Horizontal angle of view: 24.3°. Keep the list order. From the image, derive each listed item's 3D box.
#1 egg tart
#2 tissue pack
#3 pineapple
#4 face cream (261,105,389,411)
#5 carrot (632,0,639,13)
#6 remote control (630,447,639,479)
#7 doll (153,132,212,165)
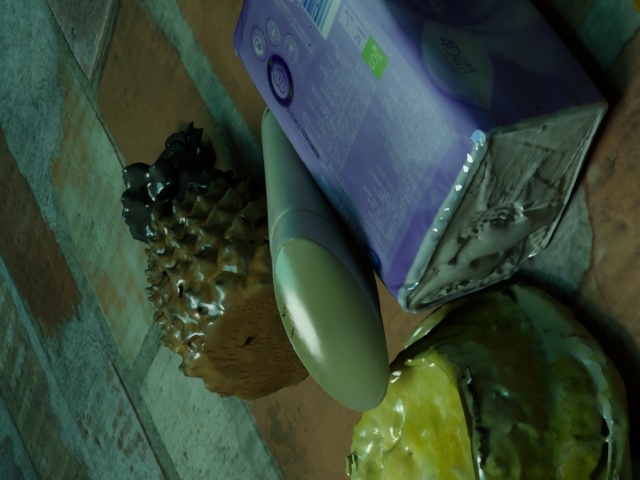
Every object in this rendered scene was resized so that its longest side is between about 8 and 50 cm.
[{"bbox_3d":[0.124,0.197,1.316,0.345,0.132,0.345,-23,62,53],"label":"egg tart"},{"bbox_3d":[0.079,-0.141,1.297,0.338,0.160,0.242,58,149,26],"label":"tissue pack"},{"bbox_3d":[-0.123,-0.002,1.683,0.357,0.223,0.223,55,147,40],"label":"pineapple"},{"bbox_3d":[0.000,0.000,1.413,0.348,0.081,0.173,-98,-17,-62],"label":"face cream"},{"bbox_3d":[0.288,-0.147,1.046,0.170,0.042,0.042,40,137,44],"label":"carrot"},{"bbox_3d":[0.298,0.225,1.210,0.256,0.045,0.097,2,106,58],"label":"remote control"},{"bbox_3d":[-0.178,-0.065,1.910,0.165,0.057,0.139,-29,76,56],"label":"doll"}]
